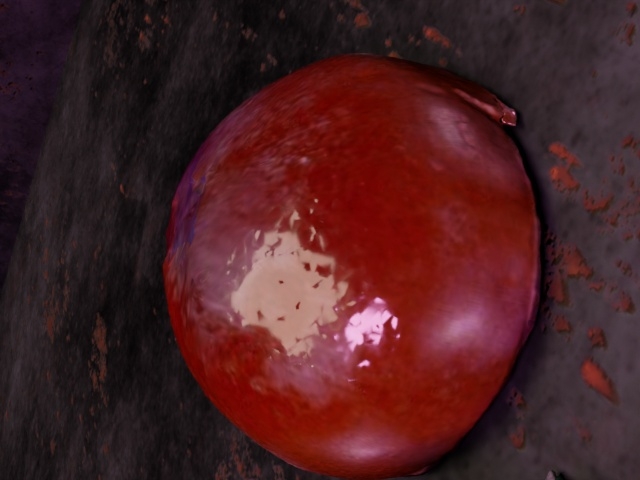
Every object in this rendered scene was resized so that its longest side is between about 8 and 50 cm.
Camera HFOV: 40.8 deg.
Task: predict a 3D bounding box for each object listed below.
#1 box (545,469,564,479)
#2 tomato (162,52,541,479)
[{"bbox_3d":[0.007,0.278,0.438,0.337,0.106,0.264,-68,-10,19],"label":"box"},{"bbox_3d":[-0.004,-0.005,0.619,0.289,0.176,0.335,-38,48,45],"label":"tomato"}]
